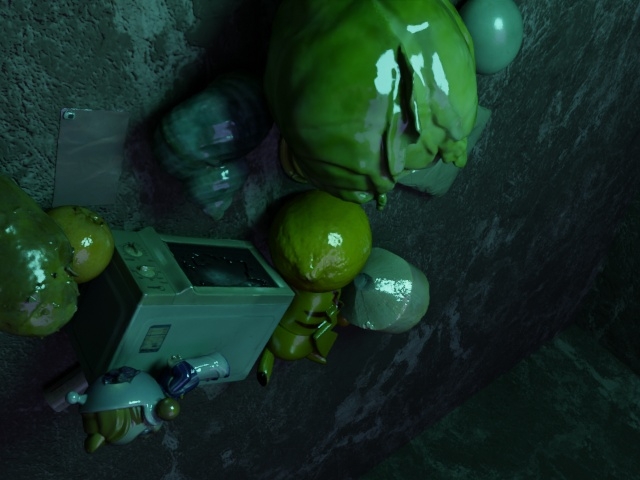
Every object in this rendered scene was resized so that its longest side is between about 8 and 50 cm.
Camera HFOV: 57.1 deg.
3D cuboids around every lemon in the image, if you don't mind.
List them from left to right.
[{"bbox_3d":[0.001,-0.002,1.311,0.236,0.236,0.263,-45,-175,0],"label":"lemon"},{"bbox_3d":[0.065,0.222,1.744,0.062,0.062,0.083,-30,149,-19],"label":"lemon"}]

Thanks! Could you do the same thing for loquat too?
[{"bbox_3d":[-0.421,0.005,0.996,0.141,0.141,0.141,-26,140,-24],"label":"loquat"}]

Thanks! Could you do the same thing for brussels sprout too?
[{"bbox_3d":[0.084,-0.291,0.980,0.343,0.425,0.361,-4,121,13],"label":"brussels sprout"}]

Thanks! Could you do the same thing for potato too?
[{"bbox_3d":[-0.479,0.017,0.858,0.191,0.296,0.141,-47,-173,-22],"label":"potato"}]

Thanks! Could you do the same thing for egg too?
[{"bbox_3d":[0.368,-0.453,1.293,0.149,0.149,0.192,-40,146,-6],"label":"egg"}]

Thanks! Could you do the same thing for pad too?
[{"bbox_3d":[-0.390,-0.135,0.999,0.113,0.006,0.187,-8,131,-40],"label":"pad"}]

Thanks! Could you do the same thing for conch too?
[{"bbox_3d":[-0.185,-0.172,1.036,0.220,0.195,0.277,1,94,-55],"label":"conch"}]

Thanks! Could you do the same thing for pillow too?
[{"bbox_3d":[0.312,-0.243,1.511,0.281,0.076,0.274,8,118,-48],"label":"pillow"}]

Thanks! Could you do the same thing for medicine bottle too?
[{"bbox_3d":[-0.481,0.278,1.275,0.231,0.059,0.059,-36,143,-13],"label":"medicine bottle"}]

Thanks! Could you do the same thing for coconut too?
[{"bbox_3d":[0.165,0.139,1.618,0.239,0.239,0.244,-52,144,11],"label":"coconut"}]

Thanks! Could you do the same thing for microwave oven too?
[{"bbox_3d":[-0.286,0.137,1.190,0.355,0.218,0.286,5,124,-46],"label":"microwave oven"}]

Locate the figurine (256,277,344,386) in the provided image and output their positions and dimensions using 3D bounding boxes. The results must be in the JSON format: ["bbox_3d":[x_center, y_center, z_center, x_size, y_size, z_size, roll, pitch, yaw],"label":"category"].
[{"bbox_3d":[-0.045,0.206,1.531,0.218,0.169,0.326,2,123,-40],"label":"figurine"}]

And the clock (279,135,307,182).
[{"bbox_3d":[0.020,-0.216,1.273,0.237,0.057,0.237,-25,139,-24],"label":"clock"}]

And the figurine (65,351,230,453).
[{"bbox_3d":[-0.285,0.263,1.025,0.274,0.133,0.194,-20,-179,-23],"label":"figurine"}]
